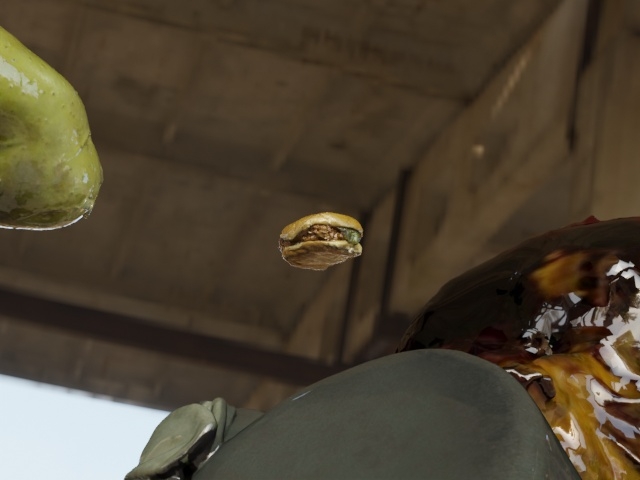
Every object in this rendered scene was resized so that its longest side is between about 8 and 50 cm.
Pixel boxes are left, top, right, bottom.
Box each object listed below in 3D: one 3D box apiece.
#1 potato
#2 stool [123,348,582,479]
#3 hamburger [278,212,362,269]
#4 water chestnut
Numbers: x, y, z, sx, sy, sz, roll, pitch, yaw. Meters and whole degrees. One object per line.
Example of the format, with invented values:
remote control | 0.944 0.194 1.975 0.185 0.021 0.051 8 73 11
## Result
potato | -0.298 -0.106 1.498 0.169 0.143 0.248 -12 -45 32
stool | 0.024 0.124 0.617 0.153 0.228 0.139 -33 -62 -2
hamburger | 0.000 0.000 1.687 0.076 0.044 0.083 11 -20 -43
water chestnut | 0.183 0.131 1.048 0.335 0.335 0.347 -1 -26 22
